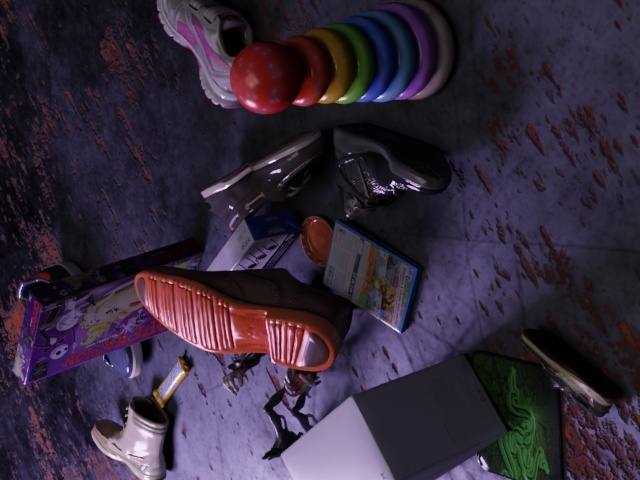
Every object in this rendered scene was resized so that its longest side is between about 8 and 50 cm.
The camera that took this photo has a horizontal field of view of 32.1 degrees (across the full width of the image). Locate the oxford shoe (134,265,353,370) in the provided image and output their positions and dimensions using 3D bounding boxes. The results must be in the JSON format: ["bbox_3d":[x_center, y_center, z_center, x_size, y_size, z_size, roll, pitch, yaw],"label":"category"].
[{"bbox_3d":[-0.123,0.104,1.793,0.364,0.132,0.130,17,131,15],"label":"oxford shoe"}]

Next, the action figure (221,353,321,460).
[{"bbox_3d":[-0.064,0.226,1.845,0.164,0.141,0.275,-6,99,35],"label":"action figure"}]

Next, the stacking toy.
[{"bbox_3d":[0.019,-0.233,1.443,0.141,0.330,0.141,19,116,44],"label":"stacking toy"}]

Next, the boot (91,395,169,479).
[{"bbox_3d":[-0.396,0.390,2.329,0.213,0.077,0.165,29,124,34],"label":"boot"}]

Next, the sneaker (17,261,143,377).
[{"bbox_3d":[-0.512,0.182,2.332,0.350,0.148,0.131,38,129,34],"label":"sneaker"}]

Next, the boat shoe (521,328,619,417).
[{"bbox_3d":[0.318,0.174,1.457,0.152,0.056,0.049,42,126,32],"label":"boat shoe"}]

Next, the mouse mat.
[{"bbox_3d":[0.277,0.255,1.571,0.153,0.007,0.189,9,110,47],"label":"mouse mat"}]

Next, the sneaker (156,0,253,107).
[{"bbox_3d":[-0.170,-0.346,1.810,0.111,0.103,0.252,-42,78,43],"label":"sneaker"}]

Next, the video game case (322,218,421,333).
[{"bbox_3d":[0.077,0.054,1.711,0.166,0.015,0.119,32,125,32],"label":"video game case"}]

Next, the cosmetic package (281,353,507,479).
[{"bbox_3d":[0.102,0.293,1.608,0.138,0.225,0.224,61,140,16],"label":"cosmetic package"}]

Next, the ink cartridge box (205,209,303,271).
[{"bbox_3d":[-0.118,0.027,1.860,0.207,0.097,0.046,-50,59,49],"label":"ink cartridge box"}]

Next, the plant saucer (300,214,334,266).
[{"bbox_3d":[0.000,0.000,1.791,0.083,0.013,0.083,21,119,44],"label":"plant saucer"}]

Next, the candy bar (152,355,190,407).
[{"bbox_3d":[-0.298,0.282,2.225,0.040,0.018,0.161,57,138,18],"label":"candy bar"}]

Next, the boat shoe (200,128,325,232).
[{"bbox_3d":[-0.076,-0.092,1.786,0.335,0.112,0.095,-21,105,55],"label":"boat shoe"}]

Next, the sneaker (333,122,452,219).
[{"bbox_3d":[0.101,-0.082,1.596,0.228,0.087,0.130,25,123,45],"label":"sneaker"}]

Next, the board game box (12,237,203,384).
[{"bbox_3d":[-0.380,0.125,2.008,0.056,0.347,0.208,48,134,23],"label":"board game box"}]
